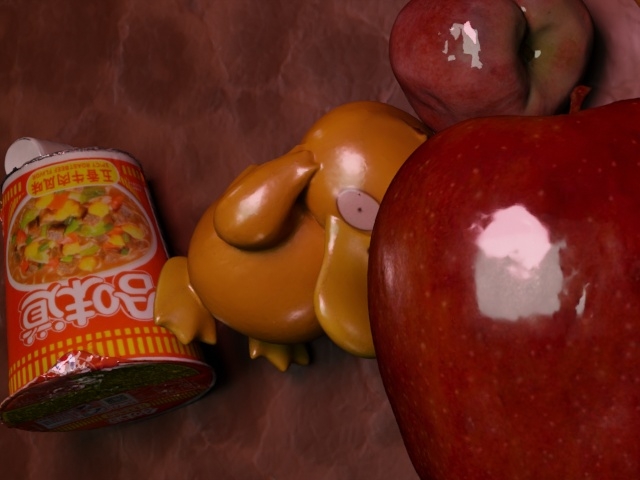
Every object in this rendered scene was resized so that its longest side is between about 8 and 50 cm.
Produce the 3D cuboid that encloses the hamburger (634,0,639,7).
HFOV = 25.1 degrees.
[{"bbox_3d":[0.298,-0.230,0.900,0.274,0.212,0.274,26,133,31],"label":"hamburger"}]

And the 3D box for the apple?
[{"bbox_3d":[0.172,0.048,0.970,0.288,0.288,0.316,-1,88,29],"label":"apple"}]

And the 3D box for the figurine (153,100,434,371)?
[{"bbox_3d":[-0.006,-0.003,1.136,0.228,0.215,0.215,-9,82,47],"label":"figurine"}]

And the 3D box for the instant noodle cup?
[{"bbox_3d":[-0.202,0.039,1.251,0.193,0.193,0.212,-23,68,25],"label":"instant noodle cup"}]

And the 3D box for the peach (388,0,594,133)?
[{"bbox_3d":[0.121,-0.148,1.106,0.152,0.152,0.152,-2,85,29],"label":"peach"}]

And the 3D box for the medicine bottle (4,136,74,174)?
[{"bbox_3d":[-0.249,-0.068,1.329,0.047,0.083,0.047,-2,85,28],"label":"medicine bottle"}]
